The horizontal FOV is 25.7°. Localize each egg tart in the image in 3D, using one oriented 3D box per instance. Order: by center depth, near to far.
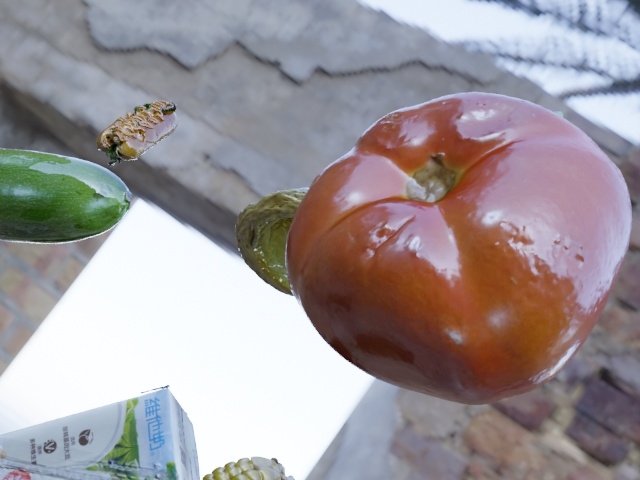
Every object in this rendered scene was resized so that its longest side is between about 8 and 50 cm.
[{"bbox_3d":[0.000,0.000,2.282,0.279,0.095,0.279,10,-39,8],"label":"egg tart"}]

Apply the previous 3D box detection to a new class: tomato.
[{"bbox_3d":[0.100,0.013,1.033,0.260,0.260,0.180,21,-36,49],"label":"tomato"}]

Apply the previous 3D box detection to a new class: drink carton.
[{"bbox_3d":[-0.348,0.367,2.097,0.132,0.324,0.194,65,11,-51],"label":"drink carton"}]

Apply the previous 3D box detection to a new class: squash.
[{"bbox_3d":[-0.383,-0.057,1.598,0.395,0.107,0.107,9,-26,33],"label":"squash"}]

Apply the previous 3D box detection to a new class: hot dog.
[{"bbox_3d":[-0.272,-0.167,2.092,0.072,0.188,0.055,17,-61,14],"label":"hot dog"}]

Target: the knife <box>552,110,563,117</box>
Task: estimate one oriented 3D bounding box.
[{"bbox_3d":[0.299,-0.186,2.386,0.020,0.293,0.043,-28,-103,61],"label":"knife"}]

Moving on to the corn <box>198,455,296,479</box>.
[{"bbox_3d":[-0.177,0.376,1.552,0.144,0.387,0.144,42,-30,31],"label":"corn"}]
